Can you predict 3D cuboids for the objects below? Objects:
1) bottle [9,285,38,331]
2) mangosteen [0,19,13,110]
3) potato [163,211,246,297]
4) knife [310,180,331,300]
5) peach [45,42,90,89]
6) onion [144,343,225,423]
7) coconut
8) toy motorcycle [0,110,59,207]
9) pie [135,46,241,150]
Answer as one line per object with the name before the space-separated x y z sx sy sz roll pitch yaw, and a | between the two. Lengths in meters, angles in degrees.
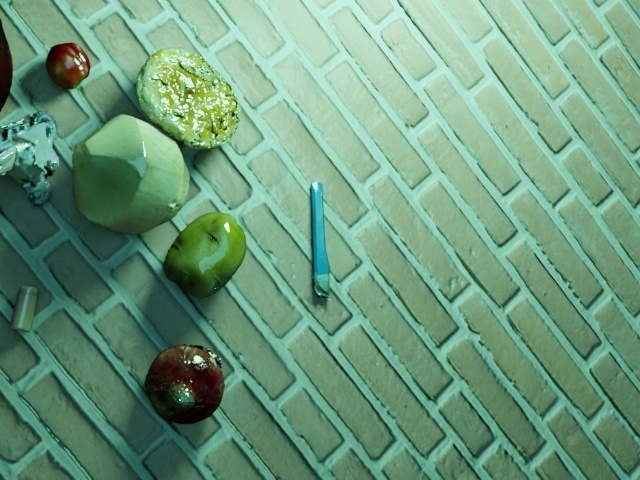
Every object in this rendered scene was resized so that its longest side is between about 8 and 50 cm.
bottle | -0.640 0.147 1.706 0.045 0.045 0.096 11 78 -15
mangosteen | -0.834 -0.373 1.565 0.422 0.381 0.380 -5 83 13
potato | -0.255 0.030 1.784 0.154 0.137 0.200 42 75 -7
knife | -0.001 0.000 1.922 0.044 0.026 0.296 1 80 -19
peach | -0.570 -0.394 1.772 0.101 0.101 0.100 2 82 -16
onion | -0.295 0.320 1.732 0.184 0.147 0.184 -1 96 -10
coconut | -0.423 -0.142 1.714 0.259 0.259 0.259 2 82 -16
toy motorcycle | -0.632 -0.158 1.689 0.239 0.108 0.204 -30 121 -49
pie | -0.301 -0.326 1.804 0.274 0.055 0.274 23 49 -29
